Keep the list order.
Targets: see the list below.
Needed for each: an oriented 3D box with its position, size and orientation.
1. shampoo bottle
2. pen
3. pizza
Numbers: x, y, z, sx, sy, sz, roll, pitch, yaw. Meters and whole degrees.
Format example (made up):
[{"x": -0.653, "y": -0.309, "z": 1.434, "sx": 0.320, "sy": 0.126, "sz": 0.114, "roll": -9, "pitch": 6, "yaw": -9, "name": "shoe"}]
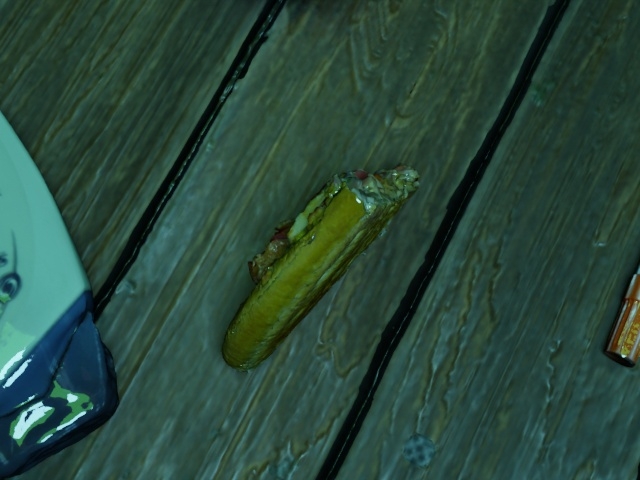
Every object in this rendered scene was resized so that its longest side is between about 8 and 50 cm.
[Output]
[{"x": -0.257, "y": -0.018, "z": 0.689, "sx": 0.134, "sy": 0.078, "sz": 0.359, "roll": -32, "pitch": 79, "yaw": -14, "name": "shampoo bottle"}, {"x": 0.264, "y": -0.017, "z": 0.735, "sx": 0.028, "sy": 0.028, "sz": 0.239, "roll": 25, "pitch": 75, "yaw": 4, "name": "pen"}, {"x": 0.000, "y": 0.000, "z": 0.680, "sx": 0.053, "sy": 0.201, "sz": 0.193, "roll": 42, "pitch": 38, "yaw": 6, "name": "pizza"}]
